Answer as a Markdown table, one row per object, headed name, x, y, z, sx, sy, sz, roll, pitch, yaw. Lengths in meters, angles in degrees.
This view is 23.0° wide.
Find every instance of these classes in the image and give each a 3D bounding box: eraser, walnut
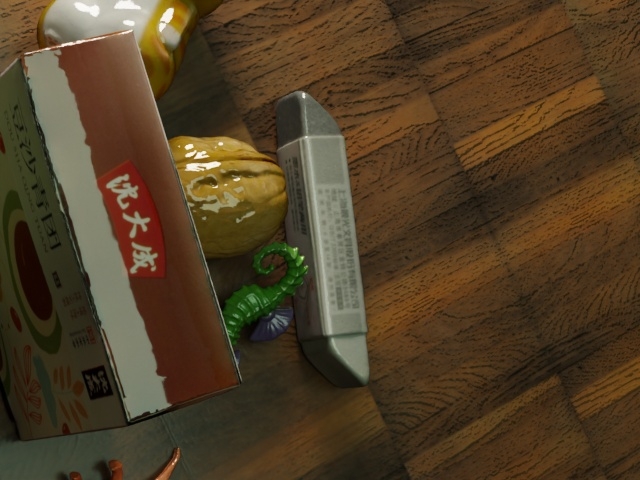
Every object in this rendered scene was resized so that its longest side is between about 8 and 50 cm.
| name | x | y | z | sx | sy | sz | roll | pitch | yaw |
| --- | --- | --- | --- | --- | --- | --- | --- | --- | --- |
| eraser | 0.000 | 0.000 | 1.855 | 0.061 | 0.089 | 0.352 | -3 | 84 | -25 |
| walnut | -0.119 | -0.048 | 1.781 | 0.180 | 0.144 | 0.144 | -7 | 85 | -30 |

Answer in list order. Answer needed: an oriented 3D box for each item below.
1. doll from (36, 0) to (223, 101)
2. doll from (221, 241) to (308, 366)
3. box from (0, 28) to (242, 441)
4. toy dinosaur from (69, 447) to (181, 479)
| name | x | y | z | sx | sy | sz | roll | pitch | yaw |
| --- | --- | --- | --- | --- | --- | --- | --- | --- | --- |
| doll | -0.198 | -0.266 | 1.771 | 0.166 | 0.162 | 0.270 | 26 | 75 | 13 |
| doll | -0.093 | 0.078 | 1.804 | 0.190 | 0.050 | 0.115 | -38 | 116 | -7 |
| box | -0.249 | 0.013 | 1.574 | 0.122 | 0.385 | 0.345 | -16 | 89 | -27 |
| toy dinosaur | -0.254 | 0.305 | 1.708 | 0.279 | 0.055 | 0.101 | -27 | 116 | -28 |
